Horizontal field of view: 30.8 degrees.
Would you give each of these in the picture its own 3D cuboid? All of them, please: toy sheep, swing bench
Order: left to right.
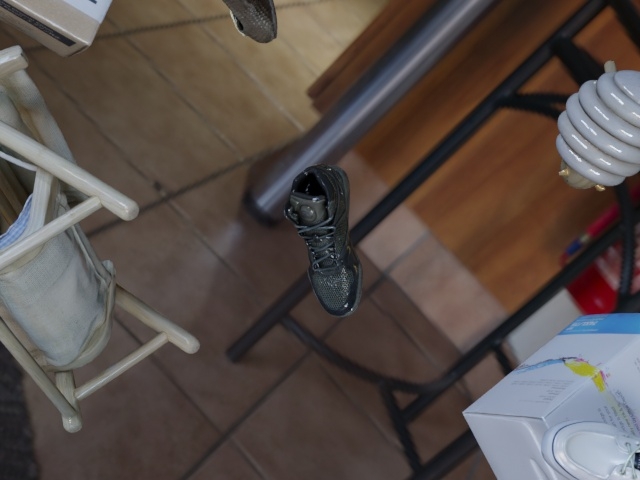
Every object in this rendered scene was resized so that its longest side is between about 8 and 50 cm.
[{"bbox_3d":[-0.267,0.001,1.112,0.255,0.165,0.253,49,-14,33],"label":"swing bench"},{"bbox_3d":[0.233,-0.094,0.923,0.091,0.132,0.091,18,34,-13],"label":"toy sheep"}]

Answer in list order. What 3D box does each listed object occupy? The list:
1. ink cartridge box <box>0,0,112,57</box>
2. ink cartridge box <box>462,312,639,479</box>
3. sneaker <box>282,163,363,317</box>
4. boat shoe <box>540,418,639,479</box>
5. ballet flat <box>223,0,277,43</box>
[{"bbox_3d":[-0.272,-0.331,1.140,0.193,0.235,0.088,28,-13,-26],"label":"ink cartridge box"},{"bbox_3d":[0.390,0.258,1.670,0.270,0.197,0.198,-33,101,-26],"label":"ink cartridge box"},{"bbox_3d":[0.000,0.000,1.683,0.130,0.087,0.228,2,83,-66],"label":"sneaker"},{"bbox_3d":[0.386,0.272,1.442,0.226,0.076,0.083,15,75,-19],"label":"boat shoe"},{"bbox_3d":[-0.077,-0.233,1.058,0.250,0.058,0.084,45,27,-87],"label":"ballet flat"}]
